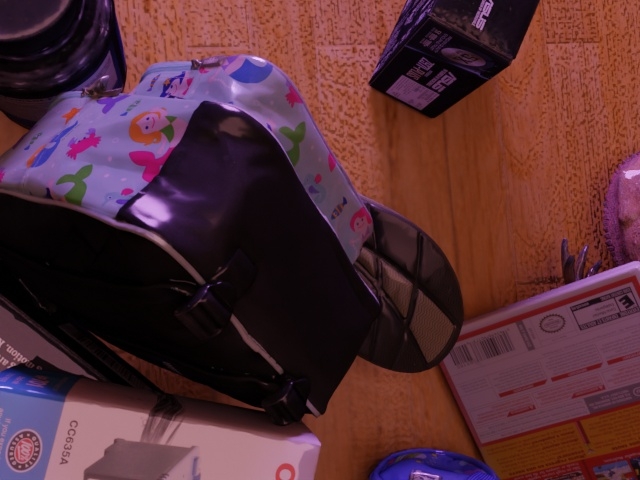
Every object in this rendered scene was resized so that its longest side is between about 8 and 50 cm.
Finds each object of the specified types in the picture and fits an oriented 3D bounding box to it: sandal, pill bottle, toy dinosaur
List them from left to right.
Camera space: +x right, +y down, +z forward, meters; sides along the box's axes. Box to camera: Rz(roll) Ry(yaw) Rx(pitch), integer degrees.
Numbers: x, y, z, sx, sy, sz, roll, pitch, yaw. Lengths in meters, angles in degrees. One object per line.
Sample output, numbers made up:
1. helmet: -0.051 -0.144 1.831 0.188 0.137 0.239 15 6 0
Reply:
1. pill bottle: -0.213 -0.158 0.511 0.122 0.219 0.123 1 86 -12
2. sandal: 0.000 -0.002 0.619 0.302 0.086 0.120 36 96 6
3. toy dinosaur: 0.325 -0.003 0.679 0.200 0.127 0.296 1 66 22

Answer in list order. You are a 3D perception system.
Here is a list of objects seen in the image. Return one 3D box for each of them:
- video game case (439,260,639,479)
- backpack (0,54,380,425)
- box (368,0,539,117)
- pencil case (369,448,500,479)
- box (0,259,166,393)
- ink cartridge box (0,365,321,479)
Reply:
1. video game case: 0.249 0.184 0.632 0.204 0.025 0.285 -24 92 25
2. backpack: -0.102 -0.006 0.476 0.225 0.253 0.191 55 50 -41
3. box: 0.126 -0.208 0.608 0.077 0.180 0.147 25 81 -8
4. pencil case: 0.112 0.339 0.598 0.119 0.133 0.306 -1 87 -45
5. box: -0.263 0.206 0.499 0.343 0.179 0.312 42 77 -7
6. ink cartridge box: -0.109 0.163 0.404 0.190 0.082 0.140 13 82 -10
